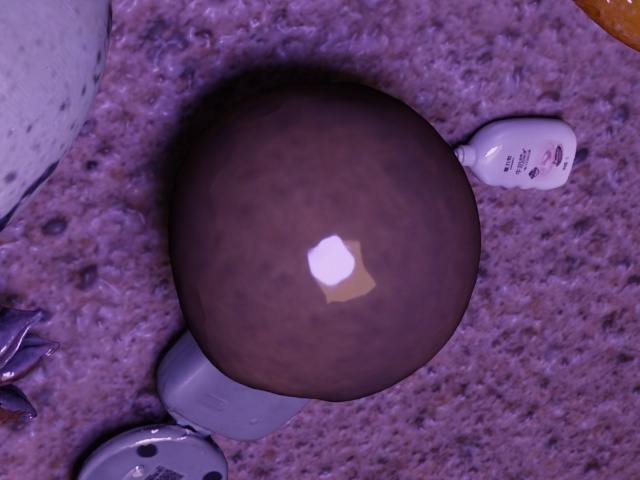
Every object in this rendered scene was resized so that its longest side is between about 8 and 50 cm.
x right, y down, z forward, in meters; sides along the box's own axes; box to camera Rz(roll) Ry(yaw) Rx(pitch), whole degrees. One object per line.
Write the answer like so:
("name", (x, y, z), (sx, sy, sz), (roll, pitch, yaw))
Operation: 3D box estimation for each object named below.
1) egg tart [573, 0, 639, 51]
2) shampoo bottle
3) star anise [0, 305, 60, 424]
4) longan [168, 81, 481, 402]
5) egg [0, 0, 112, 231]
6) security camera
("egg tart", (0.317, -0.275, 1.810), (0.215, 0.215, 0.171), (22, 120, -34))
("shampoo bottle", (0.178, -0.087, 1.958), (0.152, 0.045, 0.077), (1, 120, -25))
("star anise", (-0.344, 0.111, 1.811), (0.209, 0.089, 0.231), (-5, 129, -37))
("longan", (0.002, 0.003, 1.781), (0.297, 0.297, 0.297), (-12, 124, -18))
("egg", (-0.333, -0.129, 1.542), (0.379, 0.288, 0.287), (-52, 128, -5))
("security camera", (-0.128, 0.182, 1.969), (0.157, 0.080, 0.301), (27, 116, -38))
